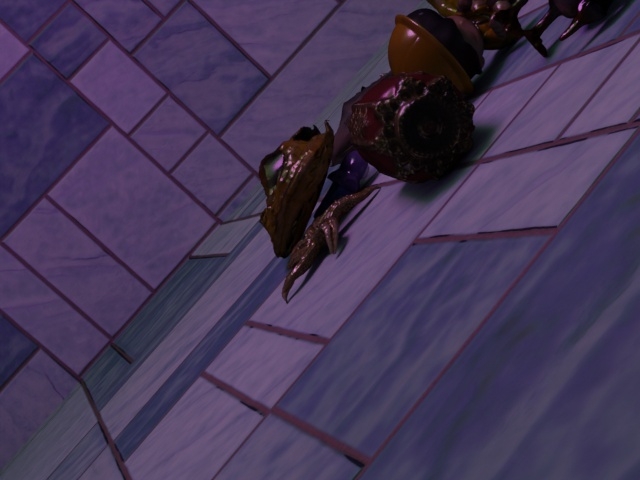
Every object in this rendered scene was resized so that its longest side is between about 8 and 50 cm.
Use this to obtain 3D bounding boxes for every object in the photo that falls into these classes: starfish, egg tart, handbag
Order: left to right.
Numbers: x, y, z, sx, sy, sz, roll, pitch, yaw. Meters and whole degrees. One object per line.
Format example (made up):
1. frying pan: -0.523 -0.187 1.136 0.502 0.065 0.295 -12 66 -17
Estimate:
1. egg tart: -0.055 -0.106 2.033 0.297 0.132 0.297 19 -90 -84
2. starfish: 0.000 0.000 1.867 0.277 0.062 0.236 -55 7 -19
3. handbag: 0.120 -0.276 2.203 0.270 0.117 0.182 -36 28 45

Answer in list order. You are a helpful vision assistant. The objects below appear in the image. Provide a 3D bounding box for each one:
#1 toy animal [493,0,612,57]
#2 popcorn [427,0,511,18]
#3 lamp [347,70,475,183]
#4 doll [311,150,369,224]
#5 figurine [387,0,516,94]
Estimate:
1. toy animal: 0.368 -0.383 1.608 0.185 0.122 0.298 -46 16 30
2. popcorn: 0.312 -0.580 2.208 0.321 0.325 0.290 -4 -12 -23
3. lamp: 0.139 -0.177 1.641 0.177 0.177 0.274 -47 12 0
4. doll: 0.036 -0.094 2.009 0.206 0.067 0.110 -58 15 8
5. figurine: 0.240 -0.347 1.877 0.257 0.167 0.192 -25 35 -23
